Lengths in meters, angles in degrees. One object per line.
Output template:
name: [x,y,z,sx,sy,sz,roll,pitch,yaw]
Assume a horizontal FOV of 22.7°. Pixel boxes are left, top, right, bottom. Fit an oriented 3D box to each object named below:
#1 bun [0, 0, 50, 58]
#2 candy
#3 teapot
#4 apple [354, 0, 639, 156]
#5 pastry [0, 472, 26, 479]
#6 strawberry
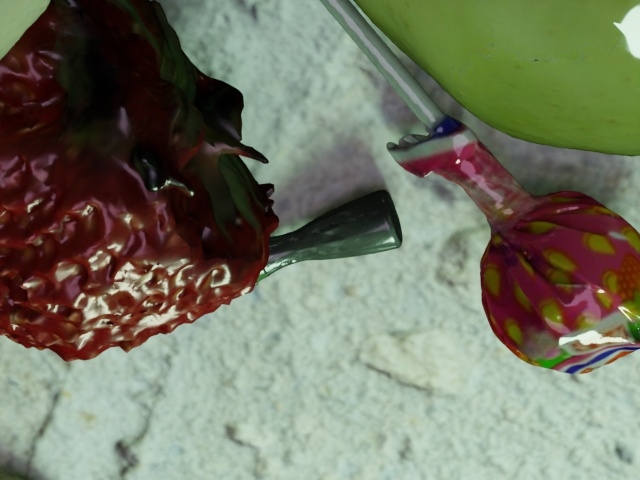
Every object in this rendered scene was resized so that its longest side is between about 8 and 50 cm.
bun: [-0.244,-0.230,0.771,0.360,0.211,0.359,9,115,20]
candy: [0.092,-0.061,1.063,0.124,0.124,0.365,-38,101,17]
teapot: [0.000,0.000,1.114,0.111,0.043,0.042,-17,114,11]
apple: [0.164,-0.215,0.842,0.357,0.357,0.357,0,116,0]
pastry: [-0.257,0.256,1.211,0.166,0.088,0.165,-1,115,-2]
strawberry: [-0.168,-0.043,0.982,0.258,0.261,0.261,-30,112,9]
